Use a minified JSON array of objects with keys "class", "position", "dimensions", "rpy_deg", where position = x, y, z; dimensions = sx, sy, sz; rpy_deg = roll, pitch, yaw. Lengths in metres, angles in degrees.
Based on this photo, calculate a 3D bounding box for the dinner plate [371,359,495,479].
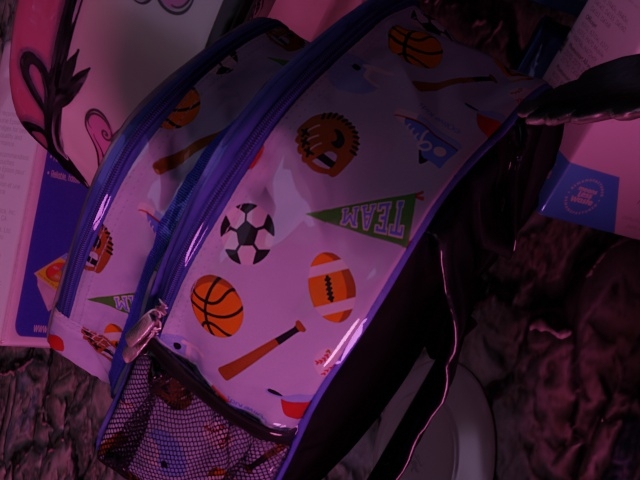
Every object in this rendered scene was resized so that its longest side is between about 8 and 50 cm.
[{"class":"dinner plate","position":[0.070,0.150,1.026],"dimensions":[0.141,0.017,0.141],"rpy_deg":[-29,56,54]}]

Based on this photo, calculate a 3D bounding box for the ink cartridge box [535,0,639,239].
[{"class":"ink cartridge box","position":[0.189,-0.091,0.826],"dimensions":[0.180,0.104,0.060],"rpy_deg":[-62,33,26]}]

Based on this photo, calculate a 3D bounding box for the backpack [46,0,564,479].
[{"class":"backpack","position":[0.000,0.000,0.782],"dimensions":[0.263,0.213,0.276],"rpy_deg":[-55,-2,43]}]

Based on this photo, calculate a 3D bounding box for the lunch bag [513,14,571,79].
[{"class":"lunch bag","position":[0.148,-0.091,0.919],"dimensions":[0.067,0.065,0.098],"rpy_deg":[-62,-2,21]}]

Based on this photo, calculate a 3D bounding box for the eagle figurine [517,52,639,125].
[{"class":"eagle figurine","position":[0.264,-0.085,0.603],"dimensions":[0.298,0.226,0.225],"rpy_deg":[-47,2,17]}]

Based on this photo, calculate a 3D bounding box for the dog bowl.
[{"class":"dog bowl","position":[-0.061,-0.191,1.025],"dimensions":[0.408,0.150,0.408],"rpy_deg":[-62,-6,-12]}]

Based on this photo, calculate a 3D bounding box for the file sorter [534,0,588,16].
[{"class":"file sorter","position":[0.132,-0.209,0.889],"dimensions":[0.104,0.170,0.118],"rpy_deg":[-58,44,24]}]

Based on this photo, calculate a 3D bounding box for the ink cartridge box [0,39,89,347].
[{"class":"ink cartridge box","position":[-0.165,-0.062,1.244],"dimensions":[0.072,0.303,0.307],"rpy_deg":[9,88,25]}]
